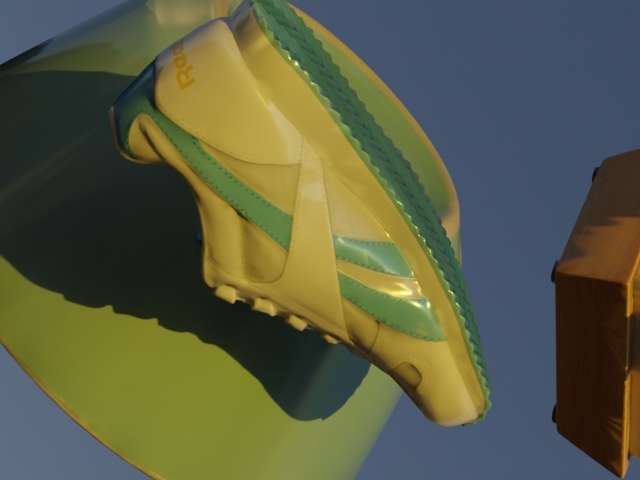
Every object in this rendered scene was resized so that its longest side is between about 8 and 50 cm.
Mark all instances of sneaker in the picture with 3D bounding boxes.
[{"bbox_3d":[0.000,0.000,0.766,0.092,0.087,0.229,-30,-64,12],"label":"sneaker"}]

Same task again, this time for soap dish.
[{"bbox_3d":[0.322,0.069,1.831,0.118,0.229,0.291,11,-45,19],"label":"soap dish"}]

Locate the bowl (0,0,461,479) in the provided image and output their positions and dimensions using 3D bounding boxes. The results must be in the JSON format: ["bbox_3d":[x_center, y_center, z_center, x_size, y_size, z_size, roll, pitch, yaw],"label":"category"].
[{"bbox_3d":[-0.043,-0.021,0.940,0.311,0.311,0.163,46,-69,2],"label":"bowl"}]
